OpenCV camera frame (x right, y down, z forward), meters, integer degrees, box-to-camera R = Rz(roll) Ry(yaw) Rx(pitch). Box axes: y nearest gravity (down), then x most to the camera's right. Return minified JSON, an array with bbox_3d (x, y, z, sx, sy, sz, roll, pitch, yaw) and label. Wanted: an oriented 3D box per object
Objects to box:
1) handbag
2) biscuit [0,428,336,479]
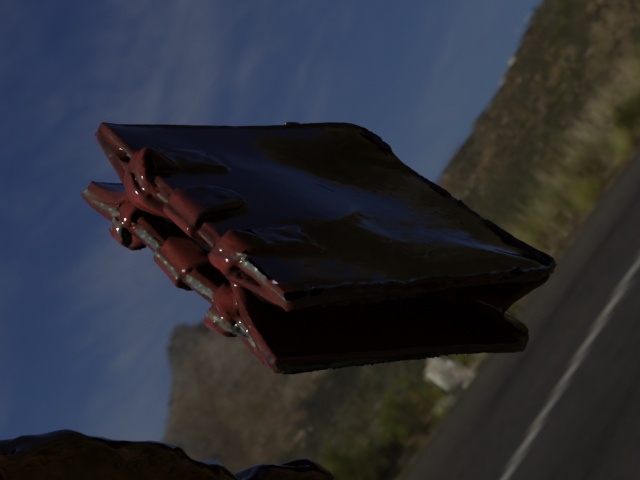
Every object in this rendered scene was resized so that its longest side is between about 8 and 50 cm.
[{"bbox_3d":[0.001,-0.001,1.001,0.276,0.260,0.084,0,-61,-40],"label":"handbag"},{"bbox_3d":[-0.220,0.245,0.889,0.343,0.166,0.395,8,-28,-37],"label":"biscuit"}]
